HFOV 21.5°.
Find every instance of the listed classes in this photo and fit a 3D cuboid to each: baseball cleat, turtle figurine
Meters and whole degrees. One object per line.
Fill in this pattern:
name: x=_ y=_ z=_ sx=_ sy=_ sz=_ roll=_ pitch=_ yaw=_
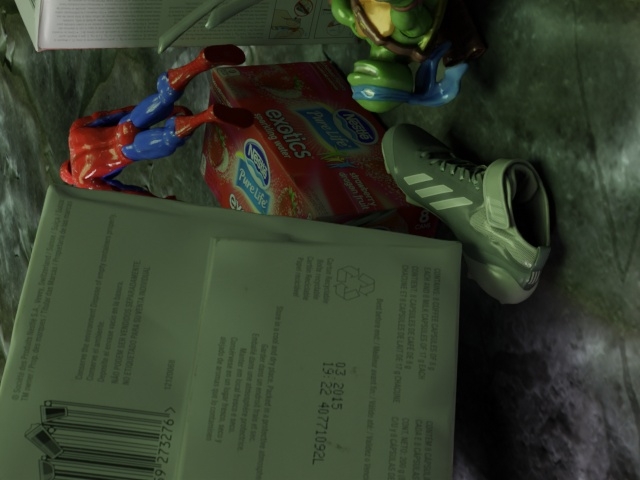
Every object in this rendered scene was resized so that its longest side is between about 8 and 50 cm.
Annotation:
baseball cleat: x=0.126 y=-0.046 z=1.368 sx=0.206 sy=0.072 sz=0.109 roll=53 pitch=137 yaw=31
turtle figurine: x=0.014 y=-0.252 z=1.344 sx=0.198 sy=0.275 sz=0.266 roll=36 pitch=-110 yaw=-82

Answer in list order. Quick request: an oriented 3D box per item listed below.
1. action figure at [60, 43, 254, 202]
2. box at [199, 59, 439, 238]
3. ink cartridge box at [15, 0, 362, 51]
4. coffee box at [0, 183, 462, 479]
action figure: x=-0.139 y=-0.098 z=1.598 sx=0.280 sy=0.139 sz=0.091 roll=-20 pitch=72 yaw=45
box: x=-0.007 y=-0.052 z=1.562 sx=0.257 sy=0.128 sz=0.122 roll=-124 pitch=36 yaw=-45
ink cartridge box: x=-0.136 y=-0.298 z=1.555 sx=0.272 sy=0.309 sz=0.130 roll=-119 pitch=34 yaw=-47
coffee box: x=-0.077 y=0.205 z=1.354 sx=0.334 sy=0.338 sz=0.337 roll=97 pitch=180 yaw=-52
